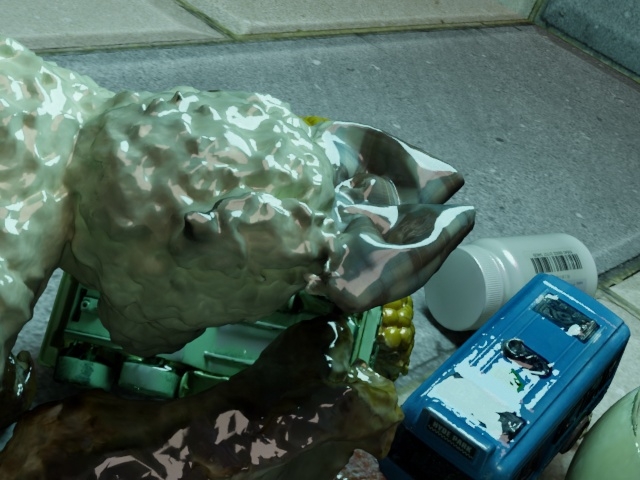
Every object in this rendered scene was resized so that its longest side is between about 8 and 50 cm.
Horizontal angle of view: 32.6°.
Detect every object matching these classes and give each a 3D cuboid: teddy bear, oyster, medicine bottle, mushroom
[{"bbox_3d":[-0.155,0.031,0.707,0.362,0.375,0.327,30,22,-10],"label":"teddy bear"},{"bbox_3d":[-0.093,0.168,0.652,0.337,0.133,0.198,-23,69,-25],"label":"oyster"},{"bbox_3d":[0.207,0.046,1.187,0.186,0.103,0.103,-4,38,-41],"label":"medicine bottle"},{"bbox_3d":[-0.256,0.075,0.844,0.060,0.061,0.187,3,29,-24],"label":"mushroom"}]

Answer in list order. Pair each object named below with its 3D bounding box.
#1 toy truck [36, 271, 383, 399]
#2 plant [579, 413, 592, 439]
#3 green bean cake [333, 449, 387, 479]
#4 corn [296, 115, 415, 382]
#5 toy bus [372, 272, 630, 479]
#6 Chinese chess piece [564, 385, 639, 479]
[{"bbox_3d":[-0.075,0.076,0.859,0.259,0.128,0.135,8,-14,22],"label":"toy truck"},{"bbox_3d":[0.213,0.146,1.072,0.122,0.104,0.116,-7,-14,8],"label":"plant"},{"bbox_3d":[-0.011,0.198,0.804,0.135,0.056,0.136,2,34,-30],"label":"green bean cake"},{"bbox_3d":[0.000,0.000,1.084,0.144,0.144,0.387,14,32,-16],"label":"corn"},{"bbox_3d":[0.150,0.138,0.907,0.113,0.134,0.246,35,45,21],"label":"toy bus"},{"bbox_3d":[0.370,0.255,0.892,0.349,0.146,0.349,18,27,-10],"label":"Chinese chess piece"}]
